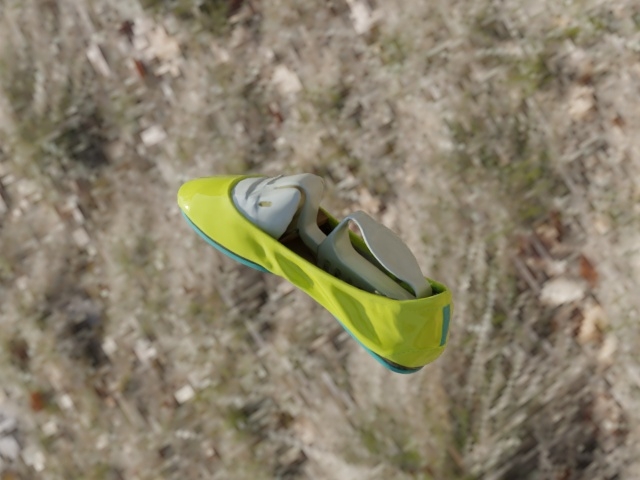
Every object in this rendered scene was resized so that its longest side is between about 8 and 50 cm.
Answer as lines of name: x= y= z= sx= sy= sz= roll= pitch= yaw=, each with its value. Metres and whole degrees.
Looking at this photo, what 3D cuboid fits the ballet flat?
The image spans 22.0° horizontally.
ballet flat: x=0.000 y=0.000 z=1.141 sx=0.231 sy=0.077 sz=0.077 roll=36 pitch=131 yaw=22
